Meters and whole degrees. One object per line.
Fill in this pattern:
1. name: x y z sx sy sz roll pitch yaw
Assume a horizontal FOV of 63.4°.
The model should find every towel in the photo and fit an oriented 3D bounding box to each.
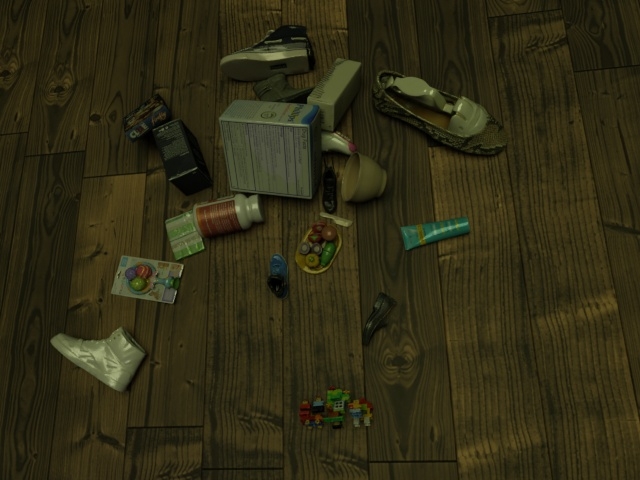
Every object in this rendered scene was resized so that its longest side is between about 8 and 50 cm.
1. towel: -0.461 -0.017 1.768 0.113 0.023 0.152 -21 74 4

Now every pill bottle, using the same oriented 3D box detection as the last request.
1. pill bottle: -0.299 -0.085 1.708 0.216 0.121 0.121 -11 72 6

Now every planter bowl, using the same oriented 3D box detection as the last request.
1. planter bowl: 0.145 -0.194 1.666 0.109 0.162 0.162 11 74 -17

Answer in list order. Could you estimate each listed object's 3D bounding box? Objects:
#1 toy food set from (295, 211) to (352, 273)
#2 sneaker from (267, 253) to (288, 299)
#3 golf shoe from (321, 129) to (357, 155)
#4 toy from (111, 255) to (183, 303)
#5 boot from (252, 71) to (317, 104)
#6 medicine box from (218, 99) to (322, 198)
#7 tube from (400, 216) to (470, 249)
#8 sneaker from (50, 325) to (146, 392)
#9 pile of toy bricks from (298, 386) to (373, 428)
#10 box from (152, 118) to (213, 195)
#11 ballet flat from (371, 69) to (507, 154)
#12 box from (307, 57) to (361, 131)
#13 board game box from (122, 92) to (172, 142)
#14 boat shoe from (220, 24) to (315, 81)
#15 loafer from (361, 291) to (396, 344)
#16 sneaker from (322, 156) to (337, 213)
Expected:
1. toy food set: 0.000 0.000 1.662 0.128 0.071 0.218 26 79 15
2. sneaker: -0.136 0.107 1.645 0.058 0.084 0.152 -8 73 7
3. golf shoe: -0.026 -0.334 1.759 0.306 0.115 0.140 25 96 16
4. toy: -0.587 0.124 1.725 0.237 0.056 0.137 8 74 11
5. boot: -0.114 -0.540 1.838 0.246 0.083 0.161 -19 66 1
6. medicine box: -0.151 -0.292 1.657 0.289 0.263 0.149 7 40 10
7. tube: 0.362 -0.028 1.632 0.207 0.052 0.080 -13 63 11
8. sneaker: -0.700 0.337 1.660 0.292 0.108 0.169 30 78 6
9. pile of toy bricks: 0.041 0.476 1.510 0.212 0.118 0.105 -10 40 15
10. box: -0.471 -0.282 1.775 0.108 0.153 0.207 -23 71 2
11. ballet flat: 0.377 -0.423 1.671 0.483 0.182 0.164 28 79 15
12. box: 0.049 -0.489 1.722 0.094 0.113 0.275 17 48 13
13. board game box: -0.615 -0.436 1.827 0.165 0.042 0.243 -37 33 -3
14. boat shoe: -0.192 -0.684 1.879 0.340 0.127 0.158 -4 67 0
15. loafer: 0.176 0.243 1.571 0.061 0.062 0.170 23 80 10
16. sneaker: 0.028 -0.181 1.702 0.051 0.089 0.170 0 73 9
